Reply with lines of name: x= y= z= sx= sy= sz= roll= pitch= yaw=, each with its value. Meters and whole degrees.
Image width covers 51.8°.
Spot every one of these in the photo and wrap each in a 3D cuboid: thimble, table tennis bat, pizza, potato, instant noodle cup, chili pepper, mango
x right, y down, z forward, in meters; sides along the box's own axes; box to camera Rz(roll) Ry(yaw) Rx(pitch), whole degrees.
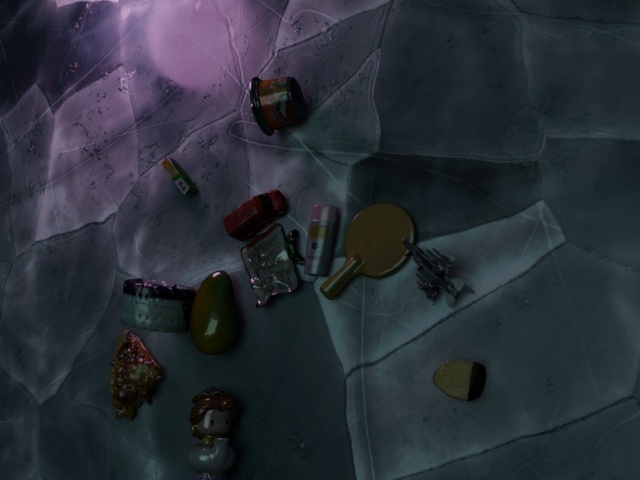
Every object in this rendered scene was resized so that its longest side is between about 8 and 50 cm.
thimble: x=-0.504 y=0.196 z=2.014 sx=0.237 sy=0.237 sz=0.150 roll=8 pitch=86 yaw=34
table tennis bat: x=0.117 y=0.037 z=1.761 sx=0.321 sy=0.050 sz=0.198 roll=-46 pitch=61 yaw=12
pizza: x=-0.596 y=0.430 z=2.104 sx=0.228 sy=0.081 sz=0.290 roll=-4 pitch=75 yaw=32
potato: x=0.324 y=0.326 z=1.550 sx=0.103 sy=0.066 sz=0.096 roll=11 pitch=71 yaw=39
instant noodle cup: x=-0.120 y=-0.411 z=1.960 sx=0.125 sy=0.178 sz=0.208 roll=-11 pitch=41 yaw=15
chili pepper: x=-0.074 y=0.022 z=1.886 sx=0.055 sy=0.035 sz=0.118 roll=-21 pitch=65 yaw=-7
mango: x=-0.318 y=0.214 z=1.957 sx=0.156 sy=0.114 sz=0.251 roll=-18 pitch=70 yaw=36

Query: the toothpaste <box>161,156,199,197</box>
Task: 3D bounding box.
toothpaste: x=-0.470 y=-0.212 z=2.198 sx=0.037 sy=0.043 sz=0.178 roll=-49 pitch=58 yaw=14

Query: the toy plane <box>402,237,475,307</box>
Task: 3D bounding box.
toy plane: x=0.269 y=0.074 z=1.624 sx=0.234 sy=0.082 sz=0.160 roll=39 pitch=133 yaw=25

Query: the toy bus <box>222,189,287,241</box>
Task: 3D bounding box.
toy bus: x=-0.193 y=-0.080 z=1.962 sx=0.195 sy=0.089 sz=0.081 roll=-34 pitch=63 yaw=21

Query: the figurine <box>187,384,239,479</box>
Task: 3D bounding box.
figurine: x=-0.305 y=0.541 z=1.859 sx=0.189 sy=0.142 sz=0.264 roll=-21 pitch=66 yaw=52

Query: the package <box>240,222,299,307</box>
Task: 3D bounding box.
package: x=-0.147 y=0.078 z=1.930 sx=0.166 sy=0.040 sz=0.232 roll=-33 pitch=55 yaw=19

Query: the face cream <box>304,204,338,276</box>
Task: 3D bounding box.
face cream: x=0.000 y=0.000 z=1.838 sx=0.084 sy=0.057 sz=0.199 roll=2 pitch=81 yaw=32
